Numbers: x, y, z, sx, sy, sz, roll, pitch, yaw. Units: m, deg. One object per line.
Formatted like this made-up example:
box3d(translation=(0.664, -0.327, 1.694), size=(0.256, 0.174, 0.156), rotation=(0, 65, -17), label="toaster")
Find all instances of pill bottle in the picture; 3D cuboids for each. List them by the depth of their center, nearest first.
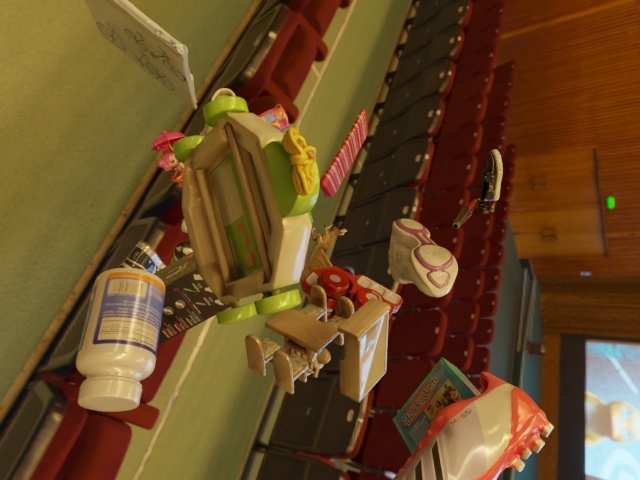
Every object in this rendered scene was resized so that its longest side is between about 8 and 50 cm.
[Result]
box3d(translation=(-0.420, 0.208, 0.964), size=(0.152, 0.152, 0.272), rotation=(39, 37, -46), label="pill bottle")

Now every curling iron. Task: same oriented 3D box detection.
box3d(translation=(0.435, -0.081, 1.312), size=(0.274, 0.068, 0.035), rotation=(-23, 124, -50), label="curling iron")

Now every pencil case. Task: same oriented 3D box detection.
box3d(translation=(-0.237, -0.426, 1.717), size=(0.236, 0.104, 0.104), rotation=(-24, 113, -6), label="pencil case")

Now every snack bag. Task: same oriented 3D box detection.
box3d(translation=(-0.428, -0.478, 1.078), size=(0.323, 0.342, 0.037), rotation=(39, 80, -6), label="snack bag")

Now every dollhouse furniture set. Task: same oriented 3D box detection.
box3d(translation=(0.002, 0.174, 0.892), size=(0.212, 0.242, 0.161), rotation=(-33, 131, -43), label="dollhouse furniture set")

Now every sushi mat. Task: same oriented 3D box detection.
box3d(translation=(0.019, 0.186, 1.634), size=(0.019, 0.151, 0.316), rotation=(31, 21, -49), label="sushi mat")

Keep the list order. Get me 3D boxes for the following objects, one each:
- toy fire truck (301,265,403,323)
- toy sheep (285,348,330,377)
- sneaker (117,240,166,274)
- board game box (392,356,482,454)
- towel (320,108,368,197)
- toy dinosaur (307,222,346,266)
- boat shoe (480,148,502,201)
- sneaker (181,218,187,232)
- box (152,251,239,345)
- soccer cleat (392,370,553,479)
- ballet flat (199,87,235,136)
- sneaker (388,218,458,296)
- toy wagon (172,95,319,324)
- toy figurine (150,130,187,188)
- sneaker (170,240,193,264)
box3d(translation=(0.101, 0.182, 1.492), size=(0.254, 0.302, 0.169), rotation=(-39, 154, -58), label="toy fire truck")
box3d(translation=(-0.038, 0.266, 1.036), size=(0.091, 0.132, 0.091), rotation=(-7, 90, -69), label="toy sheep")
box3d(translation=(-0.667, 0.137, 1.748), size=(0.153, 0.099, 0.282), rotation=(-55, 153, -26), label="sneaker")
box3d(translation=(0.222, 0.322, 0.788), size=(0.047, 0.210, 0.160), rotation=(35, 96, -18), label="board game box")
box3d(translation=(0.077, -0.274, 1.493), size=(0.275, 0.031, 0.199), rotation=(-61, 170, -2), label="towel")
box3d(translation=(0.000, 0.000, 1.565), size=(0.092, 0.183, 0.053), rotation=(54, 7, 31), label="toy dinosaur")
box3d(translation=(0.426, -0.158, 1.145), size=(0.049, 0.040, 0.142), rotation=(-104, -178, -56), label="boat shoe")
box3d(translation=(-0.355, -0.080, 1.613), size=(0.256, 0.151, 0.094), rotation=(-40, 160, -34), label="sneaker")
box3d(translation=(-0.367, 0.140, 1.250), size=(0.143, 0.270, 0.165), rotation=(58, 8, -23), label="box")
box3d(translation=(0.126, 0.226, 0.461), size=(0.248, 0.095, 0.083), rotation=(-26, 133, -25), label="soccer cleat")
box3d(translation=(-0.292, -0.332, 1.351), size=(0.139, 0.139, 0.400), rotation=(50, 19, -40), label="ballet flat")
box3d(translation=(0.242, 0.066, 1.120), size=(0.305, 0.114, 0.152), rotation=(-102, -159, -63), label="sneaker")
box3d(translation=(-0.090, -0.039, 0.576), size=(0.068, 0.344, 0.267), rotation=(-12, 84, -38), label="toy wagon")
box3d(translation=(-0.316, -0.173, 1.052), size=(0.159, 0.130, 0.173), rotation=(34, 48, -31), label="toy figurine")
box3d(translation=(-0.455, 0.168, 2.053), size=(0.447, 0.257, 0.169), rotation=(20, 44, -16), label="sneaker")
